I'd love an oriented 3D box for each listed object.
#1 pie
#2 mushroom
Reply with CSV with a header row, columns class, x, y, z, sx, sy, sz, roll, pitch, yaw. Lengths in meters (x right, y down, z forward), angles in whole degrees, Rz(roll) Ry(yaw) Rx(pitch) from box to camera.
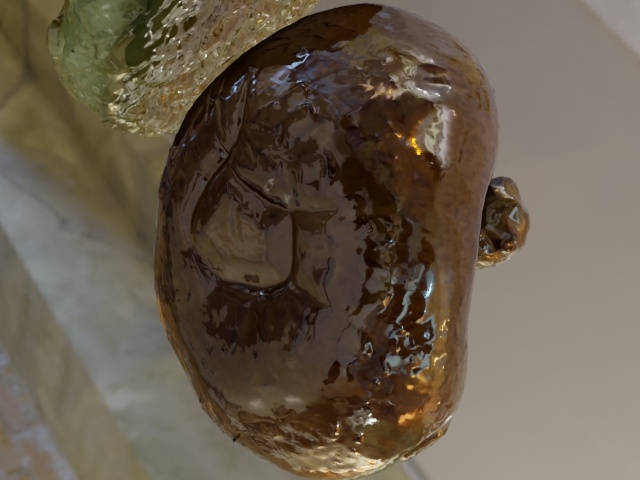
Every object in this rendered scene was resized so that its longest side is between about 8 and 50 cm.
class,x,y,z,sx,sy,sz,roll,pitch,yaw
pie,-0.050,-0.169,0.734,0.078,0.277,0.277,39,-42,9
mushroom,-0.008,-0.002,0.628,0.194,0.138,0.231,-1,-97,28
